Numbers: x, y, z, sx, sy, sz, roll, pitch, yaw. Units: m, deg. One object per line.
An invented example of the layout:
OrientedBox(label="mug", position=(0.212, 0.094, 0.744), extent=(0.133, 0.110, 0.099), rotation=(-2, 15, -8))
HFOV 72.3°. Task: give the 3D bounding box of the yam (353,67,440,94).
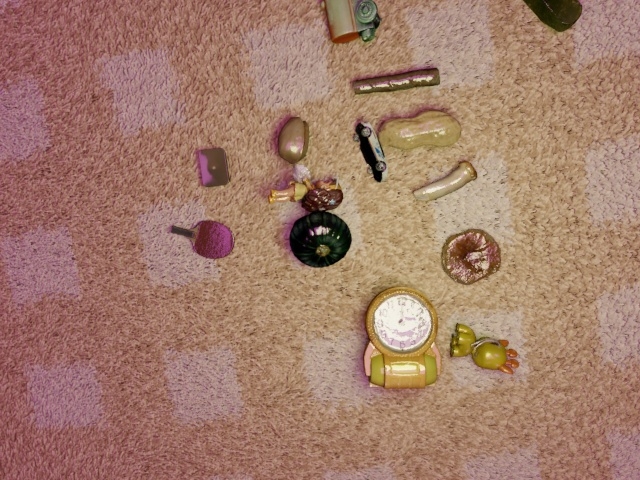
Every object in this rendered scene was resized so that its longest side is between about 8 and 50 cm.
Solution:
OrientedBox(label="yam", position=(0.241, -0.504, 1.396), extent=(0.274, 0.061, 0.061), rotation=(-7, 95, 4))

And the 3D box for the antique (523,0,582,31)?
OrientedBox(label="antique", position=(0.698, -0.742, 1.342), extent=(0.081, 0.080, 0.221), rotation=(-42, 94, 7))

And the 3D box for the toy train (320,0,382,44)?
OrientedBox(label="toy train", position=(0.084, -0.754, 1.359), extent=(0.177, 0.116, 0.285), rotation=(-10, 96, 16))

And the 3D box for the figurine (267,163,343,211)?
OrientedBox(label="figurine", position=(-0.044, -0.151, 1.388), extent=(0.240, 0.175, 0.115), rotation=(5, 72, -18))

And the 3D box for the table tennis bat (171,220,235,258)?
OrientedBox(label="table tennis bat", position=(-0.401, -0.010, 1.494), extent=(0.221, 0.019, 0.130), rotation=(15, 97, 0))

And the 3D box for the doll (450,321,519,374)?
OrientedBox(label="doll", position=(0.541, 0.358, 1.441), extent=(0.221, 0.143, 0.135), rotation=(17, 125, 7))

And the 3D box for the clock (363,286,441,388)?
OrientedBox(label="clock", position=(0.255, 0.306, 1.418), extent=(0.244, 0.200, 0.316), rotation=(-2, 87, -1))

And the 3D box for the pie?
OrientedBox(label="pie", position=(0.494, 0.050, 1.447), extent=(0.195, 0.046, 0.195), rotation=(0, 95, 3))

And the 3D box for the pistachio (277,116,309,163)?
OrientedBox(label="pistachio", position=(-0.085, -0.321, 1.404), extent=(0.113, 0.113, 0.149), rotation=(14, 97, 1))

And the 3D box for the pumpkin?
OrientedBox(label="pumpkin", position=(0.000, 0.000, 1.403), extent=(0.202, 0.140, 0.202), rotation=(-3, 124, -4))

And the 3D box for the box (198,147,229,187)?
OrientedBox(label="box", position=(-0.353, -0.243, 1.462), extent=(0.091, 0.031, 0.126), rotation=(-8, 96, 3))

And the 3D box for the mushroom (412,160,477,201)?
OrientedBox(label="mushroom", position=(0.403, -0.183, 1.414), extent=(0.209, 0.084, 0.071), rotation=(-28, 73, 8))

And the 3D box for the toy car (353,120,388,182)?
OrientedBox(label="toy car", position=(0.166, -0.284, 1.406), extent=(0.056, 0.095, 0.204), rotation=(-26, 95, -13))

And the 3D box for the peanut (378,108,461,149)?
OrientedBox(label="peanut", position=(0.312, -0.350, 1.383), extent=(0.257, 0.123, 0.123), rotation=(-1, 96, 6))
